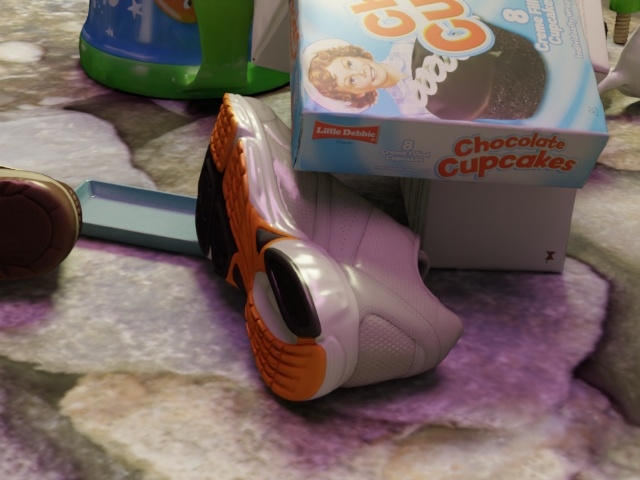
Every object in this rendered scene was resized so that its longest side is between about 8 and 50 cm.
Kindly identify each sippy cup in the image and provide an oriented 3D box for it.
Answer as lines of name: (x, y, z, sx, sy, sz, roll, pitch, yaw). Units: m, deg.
sippy cup: (-0.126, -0.283, 1.099, 0.305, 0.224, 0.240, 22, 33, 34)

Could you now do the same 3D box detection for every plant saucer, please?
plant saucer: (-0.096, -0.011, 0.803, 0.192, 0.018, 0.067, 9, 29, 14)

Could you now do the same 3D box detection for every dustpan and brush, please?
dustpan and brush: (0.307, -0.164, 1.050, 0.211, 0.147, 0.060, -38, 56, -15)

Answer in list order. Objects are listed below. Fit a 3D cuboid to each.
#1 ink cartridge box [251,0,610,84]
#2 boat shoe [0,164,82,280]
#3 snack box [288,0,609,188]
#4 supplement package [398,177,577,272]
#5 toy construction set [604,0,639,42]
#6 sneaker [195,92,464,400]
ink cartridge box: (0.090, -0.230, 0.955, 0.283, 0.117, 0.207, 12, 62, -20)
boat shoe: (-0.286, -0.017, 0.740, 0.257, 0.095, 0.095, 8, 14, -3)
snack box: (0.072, -0.179, 0.760, 0.187, 0.060, 0.322, 3, 53, -7)
supplement package: (0.118, -0.064, 0.826, 0.105, 0.105, 0.179, 3, 28, -4)
toy construction set: (0.167, -0.339, 1.215, 0.309, 0.237, 0.257, 23, 34, 35)
sneaker: (0.000, 0.000, 0.713, 0.121, 0.099, 0.262, 2, 40, -25)
